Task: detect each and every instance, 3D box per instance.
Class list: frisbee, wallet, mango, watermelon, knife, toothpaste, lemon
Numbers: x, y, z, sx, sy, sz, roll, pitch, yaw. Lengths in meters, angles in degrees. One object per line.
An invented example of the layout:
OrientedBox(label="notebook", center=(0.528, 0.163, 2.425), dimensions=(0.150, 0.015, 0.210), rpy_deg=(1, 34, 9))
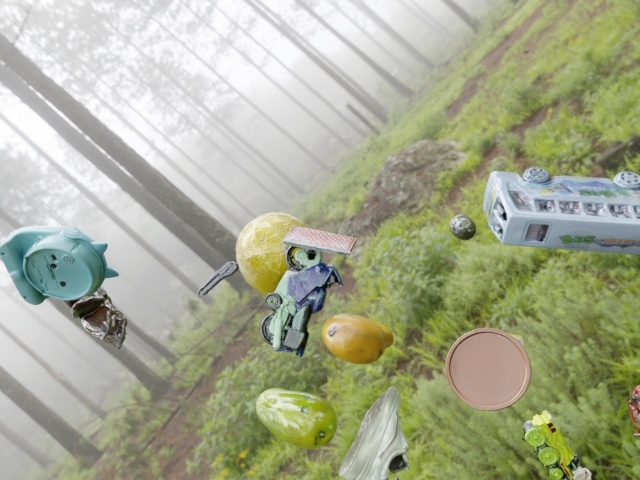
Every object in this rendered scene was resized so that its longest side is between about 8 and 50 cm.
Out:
OrientedBox(label="frisbee", center=(0.504, 0.388, 1.519), dimensions=(0.251, 0.251, 0.021), rpy_deg=(-48, -40, -3))
OrientedBox(label="wallet", center=(0.000, 0.000, 1.448), dimensions=(0.103, 0.196, 0.020), rpy_deg=(-61, -23, -57))
OrientedBox(label="mango", center=(0.107, 0.281, 1.431), dimensions=(0.295, 0.177, 0.120), rpy_deg=(26, -91, -60))
OrientedBox(label="watermelon", center=(0.438, -0.039, 1.541), dimensions=(0.078, 0.078, 0.110), rpy_deg=(-49, 11, 14))
OrientedBox(label="knife", center=(-0.246, 0.094, 1.204), dimensions=(0.121, 0.031, 0.018), rpy_deg=(-42, -7, -2))
OrientedBox(label="toothpaste", center=(-0.098, 0.058, 1.574), dimensions=(0.015, 0.083, 0.024), rpy_deg=(-22, 7, -35))
OrientedBox(label="lemon", center=(-0.171, 0.059, 1.993), dimensions=(0.348, 0.348, 0.348), rpy_deg=(-48, 0, -1))
OrientedBox(label="mango", center=(-0.078, 0.502, 1.453), dimensions=(0.293, 0.175, 0.143), rpy_deg=(7, 88, 46))

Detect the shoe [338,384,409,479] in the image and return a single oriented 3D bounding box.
OrientedBox(label="shoe", center=(0.179, 0.536, 1.333), dimensions=(0.316, 0.159, 0.124), rpy_deg=(-43, -13, -47))

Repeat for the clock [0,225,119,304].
OrientedBox(label="clock", center=(-0.707, 0.068, 1.377), dimensions=(0.094, 0.274, 0.223), rpy_deg=(-88, -7, -56))

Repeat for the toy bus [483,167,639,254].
OrientedBox(label="toy bus", center=(0.471, -0.049, 0.903), dimensions=(0.109, 0.330, 0.136), rpy_deg=(86, -169, -45))

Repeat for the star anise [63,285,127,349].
OrientedBox(label="star anise", center=(-0.746, 0.218, 1.658), dimensions=(0.117, 0.331, 0.332), rpy_deg=(-43, -2, -17))

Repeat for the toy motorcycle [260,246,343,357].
OrientedBox(label="toy motorcycle", center=(-0.049, 0.169, 1.449), dimensions=(0.125, 0.196, 0.331), rpy_deg=(76, -149, -73))

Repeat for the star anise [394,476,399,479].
OrientedBox(label="star anise", center=(0.248, 0.893, 1.505), dimensions=(0.292, 0.109, 0.349), rpy_deg=(35, 109, 64))

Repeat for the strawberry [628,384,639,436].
OrientedBox(label="strawberry", center=(0.814, 0.378, 1.042), dimensions=(0.257, 0.261, 0.261), rpy_deg=(-39, -1, -1))

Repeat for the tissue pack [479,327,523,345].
OrientedBox(label="tissue pack", center=(0.620, 0.372, 1.750), dimensions=(0.062, 0.176, 0.095), rpy_deg=(132, 146, -57))

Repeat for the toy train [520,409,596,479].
OrientedBox(label="toy train", center=(0.504, 0.472, 1.028), dimensions=(0.085, 0.249, 0.053), rpy_deg=(-33, 2, 9))
